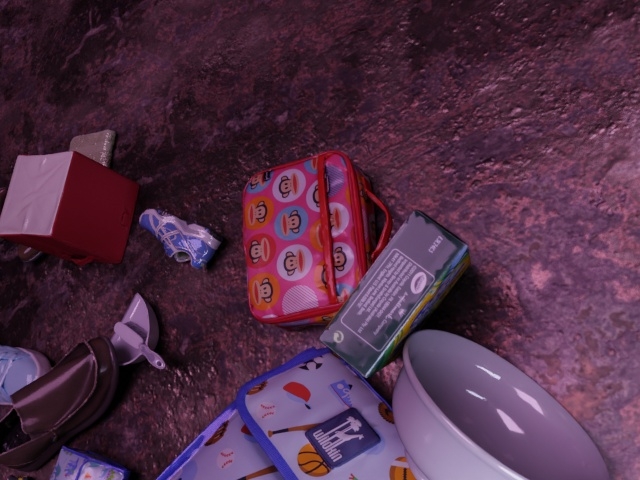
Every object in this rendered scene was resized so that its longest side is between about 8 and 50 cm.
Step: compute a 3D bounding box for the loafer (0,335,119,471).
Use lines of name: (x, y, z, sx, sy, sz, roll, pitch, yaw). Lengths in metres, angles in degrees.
loafer: (-0.537, 0.333, 1.321, 0.366, 0.130, 0.134, -49, 57, 12)

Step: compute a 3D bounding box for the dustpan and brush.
dustpan and brush: (-0.354, 0.201, 1.315, 0.211, 0.060, 0.147, 27, 88, 34)

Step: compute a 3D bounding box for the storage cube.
storage cube: (-0.538, -0.066, 1.435, 0.184, 0.193, 0.214, 2, 73, 30)

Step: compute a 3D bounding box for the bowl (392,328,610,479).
bowl: (0.202, 0.258, 0.860, 0.298, 0.298, 0.134, 45, 113, 33)

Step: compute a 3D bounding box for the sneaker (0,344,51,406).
sneaker: (-0.751, 0.277, 1.464, 0.366, 0.150, 0.135, 6, 77, 31)

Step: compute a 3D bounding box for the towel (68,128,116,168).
towel: (-0.551, -0.207, 1.590, 0.148, 0.027, 0.109, -5, 72, 29)

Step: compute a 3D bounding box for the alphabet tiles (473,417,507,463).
alphabet tiles: (0.150, 0.389, 0.985, 0.284, 0.021, 0.278, -42, 55, 11)

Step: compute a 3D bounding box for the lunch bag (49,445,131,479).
lunch bag: (-0.435, 0.469, 1.249, 0.151, 0.096, 0.128, 10, 73, 28)

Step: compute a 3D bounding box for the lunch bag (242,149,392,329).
lunch bag: (0.000, 0.000, 1.156, 0.258, 0.120, 0.292, -14, 68, 21)

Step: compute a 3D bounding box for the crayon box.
crayon box: (0.122, 0.078, 0.955, 0.083, 0.323, 0.203, 37, 94, 13)

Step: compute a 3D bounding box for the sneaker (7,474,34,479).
sneaker: (-0.612, 0.501, 1.383, 0.083, 0.031, 0.035, 17, 69, 29)

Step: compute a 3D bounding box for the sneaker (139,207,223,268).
sneaker: (-0.295, -0.007, 1.343, 0.211, 0.080, 0.081, 18, 80, 34)

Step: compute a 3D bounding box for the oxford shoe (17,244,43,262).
oxford shoe: (-0.658, -0.057, 1.560, 0.083, 0.096, 0.227, 23, 87, 32)

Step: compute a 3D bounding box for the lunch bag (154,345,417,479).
lunch bag: (-0.029, 0.379, 0.953, 0.385, 0.239, 0.328, -42, 54, -6)

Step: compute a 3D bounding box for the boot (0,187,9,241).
boot: (-0.799, -0.062, 1.676, 0.106, 0.037, 0.114, -49, 52, 22)
